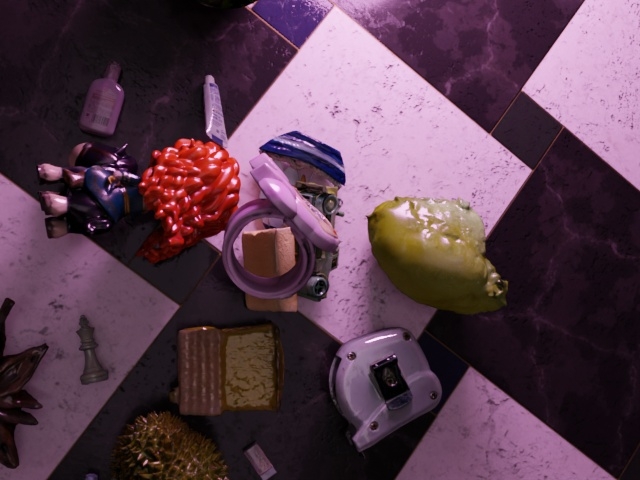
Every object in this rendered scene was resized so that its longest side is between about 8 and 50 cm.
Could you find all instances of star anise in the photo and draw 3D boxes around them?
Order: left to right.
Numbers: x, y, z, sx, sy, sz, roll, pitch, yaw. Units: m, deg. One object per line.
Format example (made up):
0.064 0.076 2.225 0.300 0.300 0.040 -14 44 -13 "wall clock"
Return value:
-0.692 0.308 1.400 0.293 0.109 0.349 -16 100 -20 "star anise"

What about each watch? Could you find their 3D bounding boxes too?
-0.107 -0.010 1.369 0.217 0.211 0.248 -43 106 6 "watch"

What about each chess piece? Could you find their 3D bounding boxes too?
-0.499 0.233 1.475 0.059 0.059 0.149 -12 82 -13 "chess piece"

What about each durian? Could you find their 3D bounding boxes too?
-0.304 0.494 1.394 0.225 0.291 0.291 1 86 -29 "durian"
0.261 0.029 1.590 0.340 0.204 0.255 8 70 -3 "durian"

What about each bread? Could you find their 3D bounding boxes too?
-0.113 0.066 1.524 0.068 0.126 0.188 -6 92 -44 "bread"

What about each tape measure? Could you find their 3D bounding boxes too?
0.139 0.333 1.568 0.243 0.125 0.246 -28 93 -13 "tape measure"

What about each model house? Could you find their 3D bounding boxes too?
-0.206 0.275 1.470 0.234 0.175 0.193 -1 87 -16 "model house"

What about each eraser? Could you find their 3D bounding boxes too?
-0.137 0.501 1.550 0.038 0.019 0.083 -35 94 -14 "eraser"

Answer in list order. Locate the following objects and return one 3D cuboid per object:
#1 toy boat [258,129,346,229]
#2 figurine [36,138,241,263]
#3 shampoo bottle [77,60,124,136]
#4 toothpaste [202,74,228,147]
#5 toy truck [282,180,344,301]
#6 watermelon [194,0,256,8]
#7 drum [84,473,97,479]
-0.073 -0.103 1.596 0.221 0.067 0.291 24 94 -14 "toy boat"
-0.376 -0.100 1.422 0.412 0.306 0.241 6 114 0 "figurine"
-0.479 -0.316 1.518 0.080 0.040 0.165 16 83 -10 "shampoo bottle"
-0.239 -0.291 1.518 0.062 0.037 0.216 25 39 -41 "toothpaste"
-0.002 0.003 1.550 0.135 0.128 0.259 1 100 -46 "toy truck"
-0.206 -0.640 1.494 0.269 0.269 0.268 1 86 -12 "watermelon"
-0.484 0.634 1.450 0.130 0.049 0.253 23 82 -10 "drum"
